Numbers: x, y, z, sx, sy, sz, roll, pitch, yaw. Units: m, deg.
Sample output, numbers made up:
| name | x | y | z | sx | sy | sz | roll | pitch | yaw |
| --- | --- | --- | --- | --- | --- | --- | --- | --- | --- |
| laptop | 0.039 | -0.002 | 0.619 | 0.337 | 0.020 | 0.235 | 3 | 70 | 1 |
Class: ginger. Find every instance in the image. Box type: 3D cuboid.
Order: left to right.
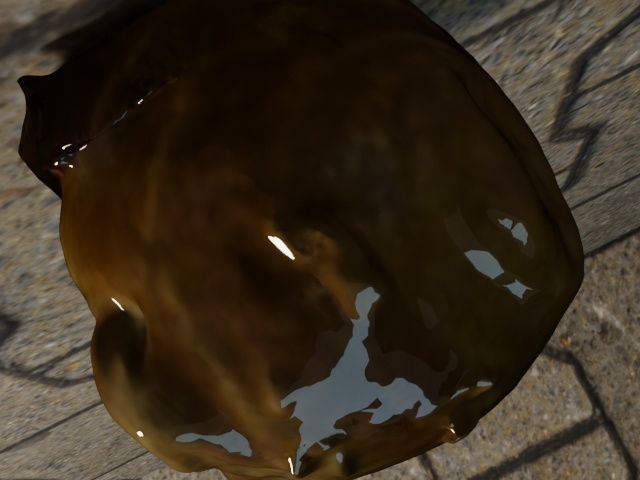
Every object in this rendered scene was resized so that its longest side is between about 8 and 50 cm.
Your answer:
| name | x | y | z | sx | sy | sz | roll | pitch | yaw |
| --- | --- | --- | --- | --- | --- | --- | --- | --- | --- |
| ginger | 0.004 | -0.002 | 0.517 | 0.200 | 0.223 | 0.269 | -32 | 164 | 5 |
